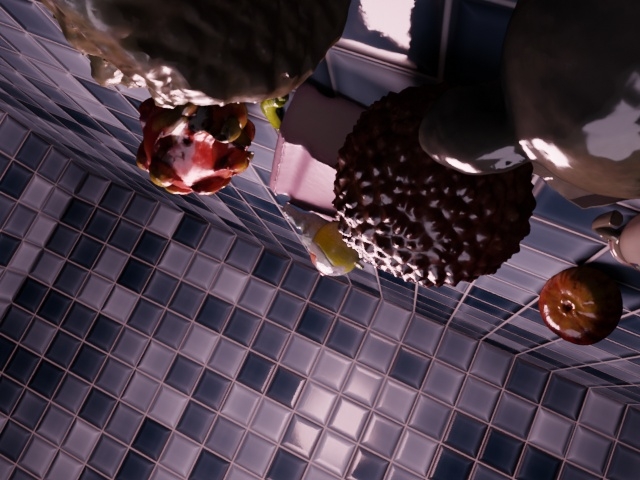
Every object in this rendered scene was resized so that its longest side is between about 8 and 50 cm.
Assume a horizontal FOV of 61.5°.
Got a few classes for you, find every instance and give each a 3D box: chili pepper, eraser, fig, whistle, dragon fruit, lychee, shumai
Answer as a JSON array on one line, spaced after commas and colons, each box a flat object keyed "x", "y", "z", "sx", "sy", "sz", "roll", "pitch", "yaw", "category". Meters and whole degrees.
[{"x": -0.085, "y": -0.241, "z": 0.980, "sx": 0.048, "sy": 0.043, "sz": 0.208, "roll": 1, "pitch": 176, "yaw": -7, "category": "chili pepper"}, {"x": 0.047, "y": -0.126, "z": 1.013, "sx": 0.272, "sy": 0.123, "sz": 0.359, "roll": 24, "pitch": 170, "yaw": -3, "category": "eraser"}, {"x": 0.528, "y": 0.141, "z": 1.081, "sx": 0.202, "sy": 0.149, "sz": 0.148, "roll": 44, "pitch": 178, "yaw": -35, "category": "fig"}, {"x": 0.000, "y": 0.000, "z": 1.126, "sx": 0.223, "sy": 0.123, "sz": 0.123, "roll": 35, "pitch": 173, "yaw": 23, "category": "whistle"}, {"x": -0.237, "y": -0.211, "z": 1.057, "sx": 0.307, "sy": 0.243, "sz": 0.228, "roll": -30, "pitch": 107, "yaw": 31, "category": "dragon fruit"}, {"x": 0.146, "y": -0.062, "z": 0.710, "sx": 0.264, "sy": 0.264, "sz": 0.300, "roll": 21, "pitch": 144, "yaw": 23, "category": "lychee"}, {"x": -0.147, "y": -0.246, "z": 0.421, "sx": 0.262, "sy": 0.267, "sz": 0.314, "roll": 14, "pitch": -160, "yaw": 29, "category": "shumai"}]

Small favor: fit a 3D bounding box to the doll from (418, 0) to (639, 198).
[{"x": 0.200, "y": -0.189, "z": 0.281, "sx": 0.382, "sy": 0.252, "sz": 0.379, "roll": -2, "pitch": 119, "yaw": 61, "category": "doll"}]

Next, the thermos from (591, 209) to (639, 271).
[{"x": 0.449, "y": -0.005, "z": 0.732, "sx": 0.137, "sy": 0.105, "sz": 0.193, "roll": 21, "pitch": 180, "yaw": 7, "category": "thermos"}]

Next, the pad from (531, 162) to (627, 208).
[{"x": 0.371, "y": -0.095, "z": 0.682, "sx": 0.174, "sy": 0.022, "sz": 0.233, "roll": 29, "pitch": 167, "yaw": -18, "category": "pad"}]
